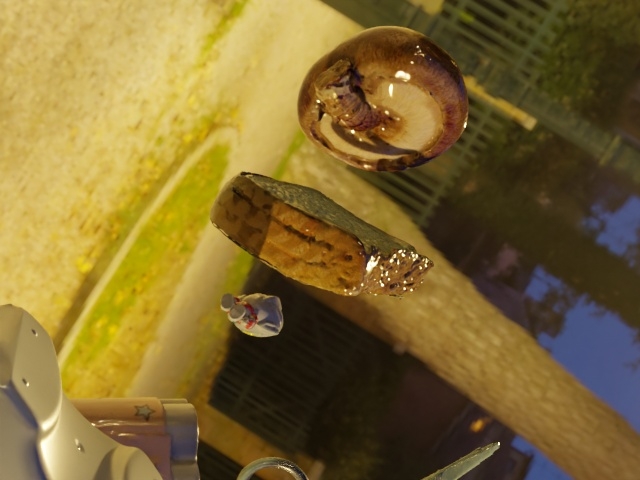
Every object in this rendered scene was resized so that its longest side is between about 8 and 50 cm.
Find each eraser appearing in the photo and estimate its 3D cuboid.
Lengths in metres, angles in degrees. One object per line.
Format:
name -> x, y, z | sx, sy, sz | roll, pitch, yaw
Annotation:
eraser -> -0.301, 0.280, 1.416 | 0.087, 0.291, 0.171 | 145, -56, -63

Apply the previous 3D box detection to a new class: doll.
doll -> -0.110, 0.117, 1.829 | 0.079, 0.094, 0.180 | -52, 157, 7

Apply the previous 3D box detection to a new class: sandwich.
sandwich -> 0.000, 0.001, 1.375 | 0.087, 0.226, 0.251 | -61, 159, 7

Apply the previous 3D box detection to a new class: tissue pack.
tissue pack -> -0.319, 0.253, 1.127 | 0.236, 0.333, 0.229 | -32, -157, 3

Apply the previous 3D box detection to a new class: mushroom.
mushroom -> 0.094, -0.228, 1.815 | 0.297, 0.278, 0.163 | -19, -125, 37

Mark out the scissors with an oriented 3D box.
scissors -> 0.086, 0.385, 1.608 | 0.384, 0.256, 0.029 | -18, -178, -7
